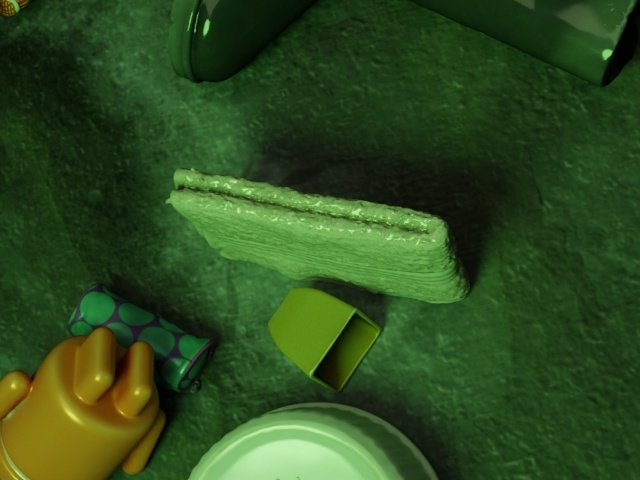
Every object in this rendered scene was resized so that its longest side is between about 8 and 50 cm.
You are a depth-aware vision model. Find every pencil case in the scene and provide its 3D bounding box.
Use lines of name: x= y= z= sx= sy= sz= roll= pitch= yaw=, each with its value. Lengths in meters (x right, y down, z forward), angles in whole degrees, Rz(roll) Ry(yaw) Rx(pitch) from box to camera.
pencil case: x=-0.188 y=0.102 z=1.211 sx=0.151 sy=0.070 sz=0.064 roll=26 pitch=118 yaw=16

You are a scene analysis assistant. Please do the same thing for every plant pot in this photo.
plant pot: x=-0.003 y=0.092 z=1.164 sx=0.083 sy=0.081 sz=0.081 roll=33 pitch=86 yaw=29

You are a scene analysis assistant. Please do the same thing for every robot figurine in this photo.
robot figurine: x=-0.244 y=0.183 z=1.152 sx=0.219 sy=0.158 sz=0.128 roll=-48 pitch=70 yaw=30

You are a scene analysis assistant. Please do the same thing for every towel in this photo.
towel: x=0.000 y=0.000 z=1.128 sx=0.282 sy=0.187 sz=0.049 roll=10 pitch=75 yaw=17

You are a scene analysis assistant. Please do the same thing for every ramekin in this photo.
ramekin: x=-0.016 y=0.282 z=1.091 sx=0.272 sy=0.127 sz=0.273 roll=-3 pitch=75 yaw=13

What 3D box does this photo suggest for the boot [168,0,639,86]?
boot: x=0.107 y=-0.257 z=1.203 sx=0.445 sy=0.146 sz=0.367 roll=26 pitch=85 yaw=14

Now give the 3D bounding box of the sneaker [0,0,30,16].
sneaker: x=-0.406 y=-0.333 z=1.387 sx=0.175 sy=0.064 sz=0.067 roll=37 pitch=67 yaw=14
